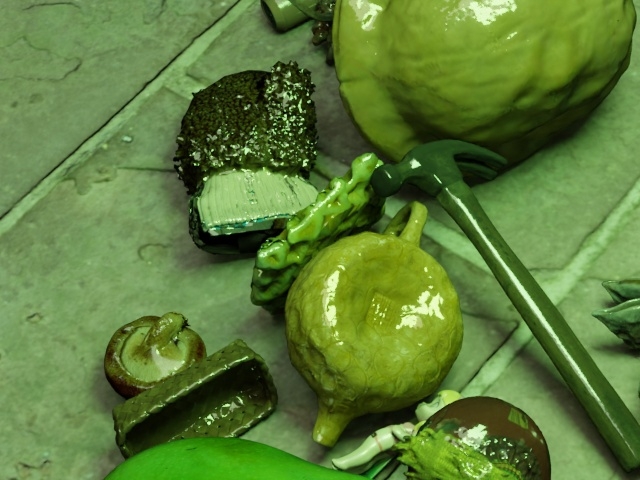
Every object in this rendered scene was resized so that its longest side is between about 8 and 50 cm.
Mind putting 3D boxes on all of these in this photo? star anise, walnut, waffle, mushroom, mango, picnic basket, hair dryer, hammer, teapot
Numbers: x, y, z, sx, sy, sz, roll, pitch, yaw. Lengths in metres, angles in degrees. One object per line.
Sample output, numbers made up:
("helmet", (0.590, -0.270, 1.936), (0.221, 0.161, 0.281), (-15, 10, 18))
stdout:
("star anise", (0.409, 0.099, 1.630), (0.231, 0.089, 0.209), (-32, 43, -20))
("walnut", (0.204, -0.267, 1.782), (0.384, 0.383, 0.383), (-5, 53, 7))
("waffle", (0.002, 0.002, 1.711), (0.223, 0.204, 0.054), (-43, 77, -12))
("mushroom", (-0.199, 0.143, 1.709), (0.127, 0.087, 0.127), (-5, 49, 6))
("mango", (-0.083, 0.305, 1.473), (0.382, 0.201, 0.225), (-10, 23, 28))
("star anise", (0.000, -0.337, 1.929), (0.148, 0.227, 0.218), (-46, 69, 12))
("picnic basket", (-0.147, 0.195, 1.653), (0.193, 0.110, 0.055), (-30, 40, -13))
("hair dryer", (-0.032, -0.382, 2.007), (0.117, 0.181, 0.064), (-29, 56, -11))
("hammer", (0.233, 0.070, 1.621), (0.168, 0.044, 0.440), (-22, 71, -34))
("teapot", (0.053, 0.092, 1.663), (0.203, 0.167, 0.311), (26, 64, -13))

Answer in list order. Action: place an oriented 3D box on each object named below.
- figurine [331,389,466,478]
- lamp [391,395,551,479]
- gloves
("figurine", (0.103, 0.228, 1.607), (0.187, 0.083, 0.083), (-21, 53, -13))
("lamp", (0.173, 0.246, 1.521), (0.157, 0.156, 0.135), (-33, 12, -13))
("gloves", (-0.088, -0.121, 1.855), (0.210, 0.135, 0.312), (-20, 50, 3))
